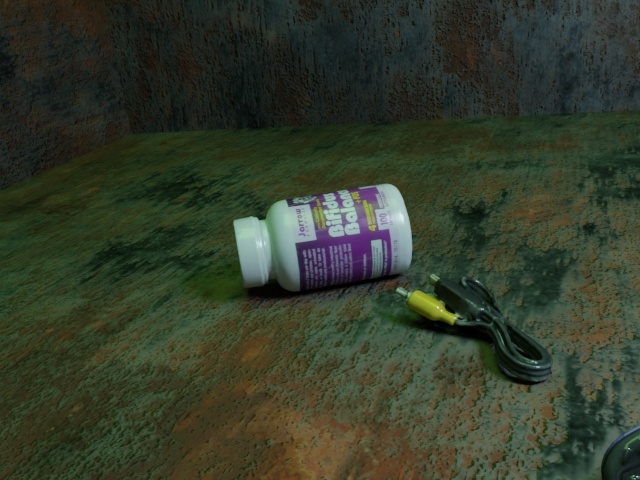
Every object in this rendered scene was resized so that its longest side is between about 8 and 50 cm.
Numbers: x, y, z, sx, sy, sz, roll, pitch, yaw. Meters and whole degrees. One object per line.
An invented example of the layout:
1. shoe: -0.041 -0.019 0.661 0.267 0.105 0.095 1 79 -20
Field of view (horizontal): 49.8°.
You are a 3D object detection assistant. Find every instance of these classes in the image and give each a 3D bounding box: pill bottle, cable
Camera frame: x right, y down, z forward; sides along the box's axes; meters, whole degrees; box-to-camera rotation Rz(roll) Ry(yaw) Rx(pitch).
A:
1. pill bottle: 0.000 0.000 1.246 0.302 0.169 0.169 -10 21 -7
2. cable: 0.245 0.130 1.029 0.139 0.072 0.287 0 27 -33

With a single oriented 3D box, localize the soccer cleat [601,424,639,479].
1. soccer cleat: 0.413 0.201 0.710 0.318 0.108 0.116 -14 2 -13
